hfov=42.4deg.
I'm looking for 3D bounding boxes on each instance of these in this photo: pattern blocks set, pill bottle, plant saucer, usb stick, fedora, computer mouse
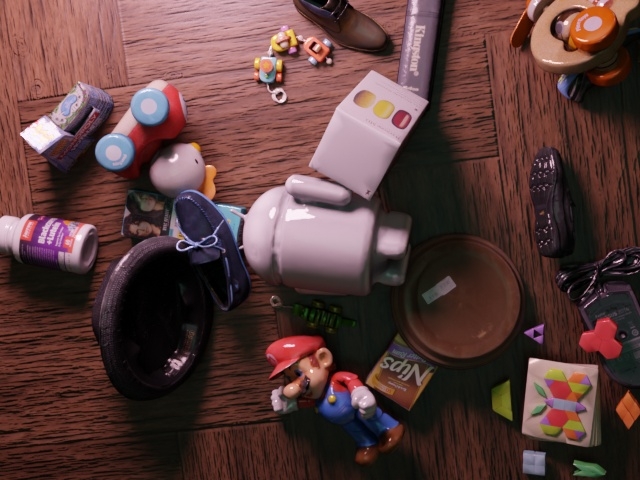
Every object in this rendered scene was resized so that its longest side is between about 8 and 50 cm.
[{"bbox_3d":[0.483,0.322,1.643,0.285,0.026,0.324,-9,98,25],"label":"pattern blocks set"},{"bbox_3d":[-0.577,0.003,1.733,0.194,0.108,0.108,10,94,5],"label":"pill bottle"},{"bbox_3d":[0.280,0.120,1.656,0.278,0.041,0.277,0,82,-2],"label":"plant saucer"},{"bbox_3d":[0.201,-0.393,1.662,0.077,0.045,0.278,8,95,6],"label":"usb stick"},{"bbox_3d":[-0.366,0.150,1.673,0.153,0.334,0.334,8,95,35],"label":"fedora"},{"bbox_3d":[0.597,0.160,1.648,0.189,0.072,0.272,-19,81,12],"label":"computer mouse"}]

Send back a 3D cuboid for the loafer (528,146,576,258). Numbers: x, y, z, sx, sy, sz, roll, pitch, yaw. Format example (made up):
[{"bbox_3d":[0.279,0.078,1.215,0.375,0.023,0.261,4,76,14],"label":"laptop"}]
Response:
[{"bbox_3d":[0.468,-0.075,1.648,0.078,0.076,0.223,-2,86,-30],"label":"loafer"}]

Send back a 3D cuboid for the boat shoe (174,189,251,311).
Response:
[{"bbox_3d":[-0.213,0.023,1.634,0.109,0.089,0.258,-21,108,33],"label":"boat shoe"}]

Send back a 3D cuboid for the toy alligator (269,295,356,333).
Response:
[{"bbox_3d":[-0.018,0.153,1.714,0.190,0.051,0.056,15,94,5],"label":"toy alligator"}]

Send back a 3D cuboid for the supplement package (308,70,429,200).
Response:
[{"bbox_3d":[0.096,-0.204,1.569,0.139,0.244,0.134,29,123,3],"label":"supplement package"}]

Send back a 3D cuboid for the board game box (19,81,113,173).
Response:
[{"bbox_3d":[-0.513,-0.226,1.670,0.060,0.194,0.194,43,97,2],"label":"board game box"}]

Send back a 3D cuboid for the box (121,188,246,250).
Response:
[{"bbox_3d":[-0.285,-0.040,1.725,0.244,0.060,0.100,9,94,5],"label":"box"}]

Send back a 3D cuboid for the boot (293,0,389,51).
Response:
[{"bbox_3d":[0.036,-0.444,1.644,0.219,0.106,0.082,28,96,4],"label":"boot"}]

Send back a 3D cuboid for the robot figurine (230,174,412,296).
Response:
[{"bbox_3d":[0.000,0.000,1.623,0.354,0.199,0.300,7,130,10],"label":"robot figurine"}]

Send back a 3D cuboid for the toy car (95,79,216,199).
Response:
[{"bbox_3d":[-0.297,-0.177,1.655,0.238,0.219,0.210,38,96,-12],"label":"toy car"}]

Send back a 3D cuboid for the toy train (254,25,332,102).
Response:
[{"bbox_3d":[-0.062,-0.369,1.690,0.125,0.046,0.166,45,96,2],"label":"toy train"}]

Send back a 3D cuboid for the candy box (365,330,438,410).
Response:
[{"bbox_3d":[0.187,0.242,1.699,0.109,0.053,0.186,32,97,3],"label":"candy box"}]

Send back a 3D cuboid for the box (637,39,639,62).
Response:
[{"bbox_3d":[0.741,-0.375,1.589,0.232,0.087,0.058,1,91,7],"label":"box"}]

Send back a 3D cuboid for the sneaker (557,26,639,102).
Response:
[{"bbox_3d":[0.555,-0.347,1.625,0.188,0.067,0.078,-44,102,9],"label":"sneaker"}]

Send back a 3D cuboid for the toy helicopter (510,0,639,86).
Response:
[{"bbox_3d":[0.507,-0.473,1.582,0.235,0.140,0.355,16,74,38],"label":"toy helicopter"}]

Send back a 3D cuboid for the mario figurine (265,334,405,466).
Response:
[{"bbox_3d":[0.006,0.332,1.667,0.320,0.170,0.198,44,98,0],"label":"mario figurine"}]
